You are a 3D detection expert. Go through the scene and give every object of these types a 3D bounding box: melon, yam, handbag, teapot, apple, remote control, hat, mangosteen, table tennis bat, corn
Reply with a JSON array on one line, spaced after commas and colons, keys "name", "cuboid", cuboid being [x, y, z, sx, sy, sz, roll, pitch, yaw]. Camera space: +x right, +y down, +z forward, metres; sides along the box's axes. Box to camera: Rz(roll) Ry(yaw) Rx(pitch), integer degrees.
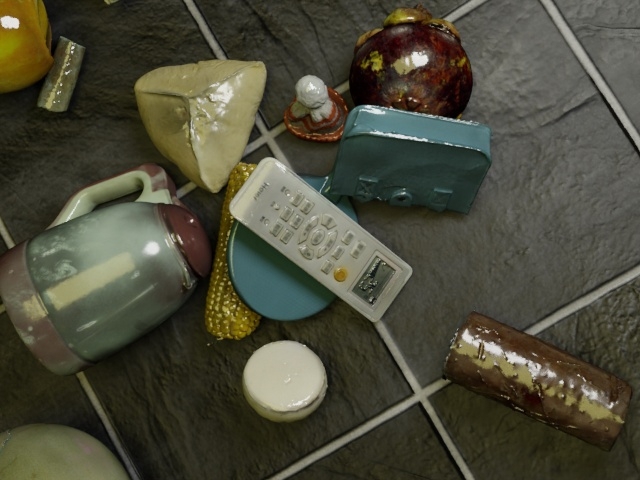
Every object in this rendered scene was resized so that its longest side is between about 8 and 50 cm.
[{"name": "melon", "cuboid": [-0.435, 0.436, 1.570, 0.330, 0.268, 0.268, 29, 95, 33]}, {"name": "yam", "cuboid": [0.329, 0.210, 1.485, 0.279, 0.131, 0.131, 23, 93, 10]}, {"name": "handbag", "cuboid": [0.137, -0.114, 1.498, 0.229, 0.179, 0.062, 9, 50, -5]}, {"name": "teapot", "cuboid": [-0.338, 0.022, 1.605, 0.312, 0.233, 0.315, -26, 55, 4]}, {"name": "yam", "cuboid": [-0.451, -0.287, 1.704, 0.054, 0.054, 0.132, 18, 91, 12]}, {"name": "apple", "cuboid": [-0.548, -0.357, 1.641, 0.207, 0.237, 0.237, 5, 89, -7]}, {"name": "remote control", "cuboid": [0.000, 0.000, 1.533, 0.313, 0.055, 0.109, 38, 84, -22]}, {"name": "hat", "cuboid": [-0.012, -0.213, 1.552, 0.112, 0.162, 0.094, 7, 87, 8]}, {"name": "mangosteen", "cuboid": [0.142, -0.272, 1.523, 0.192, 0.192, 0.217, -1, 57, 12]}, {"name": "table tennis bat", "cuboid": [-0.018, -0.023, 1.569, 0.215, 0.044, 0.329, 36, 80, -16]}, {"name": "corn", "cuboid": [-0.125, 0.027, 1.601, 0.101, 0.101, 0.310, 11, 89, 12]}]

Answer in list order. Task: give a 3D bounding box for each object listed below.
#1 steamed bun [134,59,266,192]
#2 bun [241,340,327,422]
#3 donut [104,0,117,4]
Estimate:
[{"name": "steamed bun", "cuboid": [-0.219, -0.213, 1.624, 0.212, 0.110, 0.231, 17, 89, 13]}, {"name": "bun", "cuboid": [-0.059, 0.239, 1.584, 0.138, 0.094, 0.138, 3, 54, -4]}, {"name": "donut", "cuboid": [-0.433, -0.595, 1.659, 0.371, 0.150, 0.307, 23, 93, 13]}]
